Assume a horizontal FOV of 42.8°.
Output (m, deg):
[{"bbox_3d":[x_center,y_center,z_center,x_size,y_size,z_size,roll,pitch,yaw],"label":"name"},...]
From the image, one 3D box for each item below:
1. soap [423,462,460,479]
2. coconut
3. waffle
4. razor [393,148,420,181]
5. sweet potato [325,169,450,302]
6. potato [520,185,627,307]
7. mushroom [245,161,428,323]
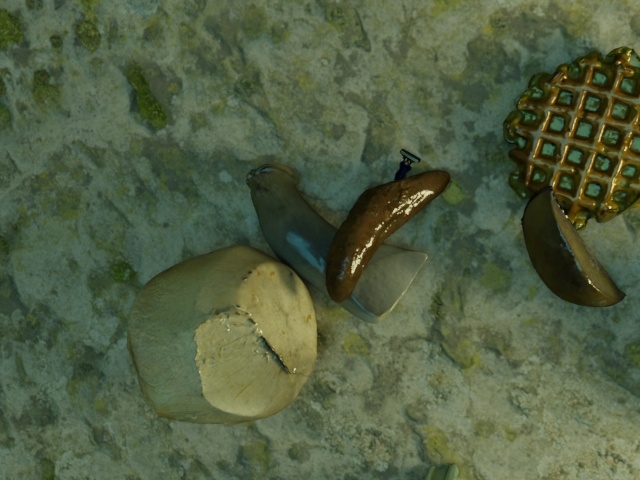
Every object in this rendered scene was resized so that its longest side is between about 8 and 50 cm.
[{"bbox_3d":[0.235,0.526,1.583,0.067,0.198,0.119,-11,94,17],"label":"soap"},{"bbox_3d":[-0.202,0.196,1.604,0.360,0.346,0.346,-20,91,34],"label":"coconut"},{"bbox_3d":[0.485,-0.184,1.480,0.325,0.068,0.302,-29,89,17],"label":"waffle"},{"bbox_3d":[0.145,-0.104,1.613,0.044,0.028,0.154,30,104,11],"label":"razor"},{"bbox_3d":[0.108,-0.039,1.541,0.114,0.092,0.341,45,74,-6],"label":"sweet potato"},{"bbox_3d":[0.435,0.046,1.483,0.120,0.100,0.261,-32,102,34],"label":"potato"},{"bbox_3d":[-0.001,-0.001,1.623,0.397,0.126,0.177,34,79,9],"label":"mushroom"}]
